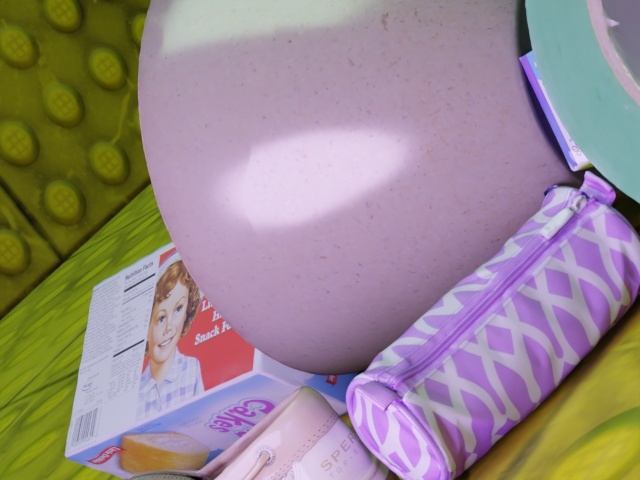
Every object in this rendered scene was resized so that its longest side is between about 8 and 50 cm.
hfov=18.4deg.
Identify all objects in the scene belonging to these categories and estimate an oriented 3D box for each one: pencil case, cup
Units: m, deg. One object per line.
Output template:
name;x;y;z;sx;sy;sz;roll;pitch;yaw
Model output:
pencil case;0.105;0.051;1.133;0.206;0.086;0.088;-44;-29;-24
cup;0.078;-0.091;1.308;0.237;0.331;0.331;-13;23;39

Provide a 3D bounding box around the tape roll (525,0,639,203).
tape roll;0.249;-0.157;0.991;0.077;0.321;0.321;10;-30;-44

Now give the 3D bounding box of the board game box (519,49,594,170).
board game box;0.319;-0.160;1.148;0.347;0.078;0.233;-30;-9;38

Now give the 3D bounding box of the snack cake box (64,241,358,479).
snack cake box;-0.080;0.076;1.480;0.264;0.089;0.152;-27;48;48

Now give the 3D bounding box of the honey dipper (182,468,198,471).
honey dipper;-0.067;0.169;1.384;0.030;0.030;0.160;-44;14;-34

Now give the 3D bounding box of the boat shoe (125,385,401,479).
boat shoe;-0.092;0.182;1.204;0.302;0.098;0.109;-32;11;30
